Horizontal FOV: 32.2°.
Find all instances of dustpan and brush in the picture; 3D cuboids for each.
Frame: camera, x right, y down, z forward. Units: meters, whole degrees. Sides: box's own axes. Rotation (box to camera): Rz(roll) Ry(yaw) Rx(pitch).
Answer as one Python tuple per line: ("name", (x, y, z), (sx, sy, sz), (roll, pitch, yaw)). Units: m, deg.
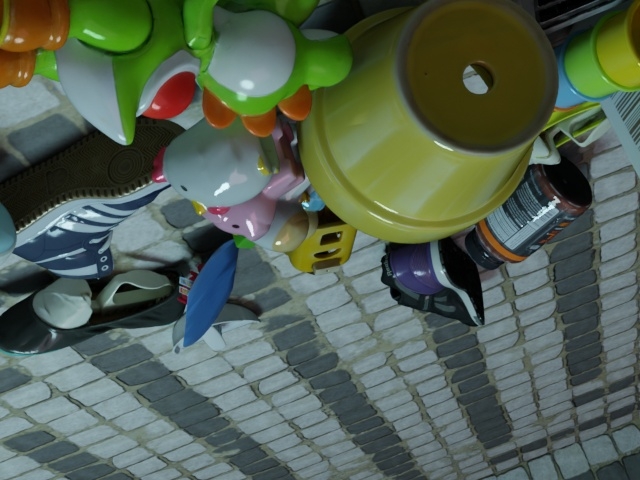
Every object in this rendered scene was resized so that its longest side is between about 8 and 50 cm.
("dustpan and brush", (-0.176, 0.132, 1.699), (0.147, 0.060, 0.211), (-21, 152, 2))

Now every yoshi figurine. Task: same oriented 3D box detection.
("yoshi figurine", (-0.134, -0.220, 1.006), (0.362, 0.203, 0.203), (0, 126, -34))

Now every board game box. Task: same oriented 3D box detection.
("board game box", (-0.166, 0.066, 1.561), (0.133, 0.033, 0.168), (-51, 161, -42))

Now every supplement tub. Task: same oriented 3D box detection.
("supplement tub", (0.304, -0.036, 1.658), (0.106, 0.106, 0.198), (5, 144, -38))

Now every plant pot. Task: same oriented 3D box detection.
("plant pot", (0.121, -0.136, 1.137), (0.254, 0.253, 0.239), (-12, 175, -14))

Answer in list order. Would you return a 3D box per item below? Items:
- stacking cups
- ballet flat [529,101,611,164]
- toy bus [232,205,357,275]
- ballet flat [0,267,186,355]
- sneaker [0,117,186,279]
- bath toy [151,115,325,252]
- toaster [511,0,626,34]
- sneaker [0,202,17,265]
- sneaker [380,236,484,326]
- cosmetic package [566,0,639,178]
("stacking cups", (0.300, -0.190, 1.280), (0.096, 0.096, 0.316), (-8, 175, -20))
("ballet flat", (0.322, -0.148, 1.497), (0.231, 0.077, 0.077), (-30, 151, 19))
("toy bus", (-0.004, -0.005, 1.518), (0.191, 0.104, 0.202), (-34, 148, 26))
("ballet flat", (-0.307, 0.081, 1.509), (0.281, 0.095, 0.096), (-12, 143, -36))
("sneaker", (-0.246, -0.042, 1.305), (0.282, 0.099, 0.153), (-21, 148, 16))
("bath toy", (-0.080, -0.064, 1.234), (0.129, 0.151, 0.348), (-15, 173, 12))
("toaster", (0.242, -0.309, 1.130), (0.186, 0.110, 0.168), (-22, 153, 4))
("sneaker", (-0.409, -0.077, 1.086), (0.150, 0.135, 0.366), (-27, 146, 20))
("sneaker", (0.181, 0.069, 1.801), (0.124, 0.107, 0.283), (-13, 151, 20))
("cosmetic package", (0.567, -0.223, 1.253), (0.394, 0.329, 0.327), (-7, 149, -24))
